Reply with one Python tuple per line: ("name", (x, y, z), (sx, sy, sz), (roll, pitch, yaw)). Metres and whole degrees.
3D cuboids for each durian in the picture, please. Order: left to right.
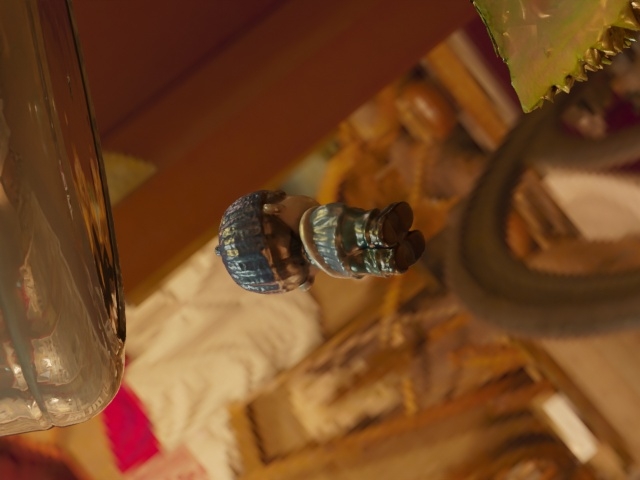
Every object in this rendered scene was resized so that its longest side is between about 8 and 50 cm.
("durian", (0.140, -0.250, 1.158), (0.158, 0.169, 0.352), (102, 155, -53))

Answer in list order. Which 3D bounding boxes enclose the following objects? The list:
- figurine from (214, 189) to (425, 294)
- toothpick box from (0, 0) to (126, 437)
("figurine", (-0.005, 0.006, 1.183), (0.136, 0.079, 0.077), (10, 135, 46))
("toothpick box", (-0.262, -0.029, 0.656), (0.263, 0.354, 0.263), (169, 90, -87))
